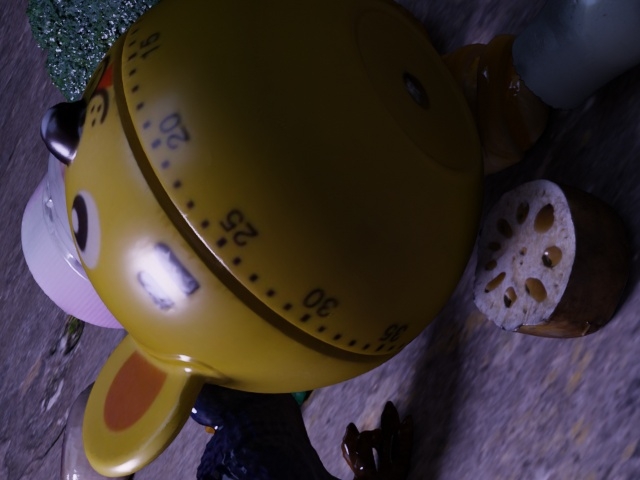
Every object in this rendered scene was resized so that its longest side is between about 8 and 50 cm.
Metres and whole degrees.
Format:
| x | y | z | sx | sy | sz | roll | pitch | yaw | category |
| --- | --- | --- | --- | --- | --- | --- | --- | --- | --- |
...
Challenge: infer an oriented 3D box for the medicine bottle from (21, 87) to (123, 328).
| x | y | z | sx | sy | sz | roll | pitch | yaw | category |
| --- | --- | --- | --- | --- | --- | --- | --- | --- | --- |
| -0.173 | -0.062 | 2.008 | 0.325 | 0.256 | 0.256 | -41 | 39 | 51 | medicine bottle |

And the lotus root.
| x | y | z | sx | sy | sz | roll | pitch | yaw | category |
| --- | --- | --- | --- | --- | --- | --- | --- | --- | --- |
| 0.180 | 0.018 | 1.406 | 0.112 | 0.081 | 0.122 | -10 | 65 | 62 | lotus root |

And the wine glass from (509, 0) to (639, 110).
| x | y | z | sx | sy | sz | roll | pitch | yaw | category |
| --- | --- | --- | --- | --- | --- | --- | --- | --- | --- |
| 0.231 | -0.183 | 1.409 | 0.202 | 0.093 | 0.093 | -45 | 37 | 48 | wine glass |

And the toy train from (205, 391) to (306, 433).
| x | y | z | sx | sy | sz | roll | pitch | yaw | category |
| --- | --- | --- | --- | --- | --- | --- | --- | --- | --- |
| -0.073 | 0.122 | 1.889 | 0.136 | 0.091 | 0.228 | 125 | 150 | -58 | toy train |

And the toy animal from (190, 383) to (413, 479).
| x | y | z | sx | sy | sz | roll | pitch | yaw | category |
| --- | --- | --- | --- | --- | --- | --- | --- | --- | --- |
| -0.018 | 0.213 | 1.592 | 0.122 | 0.185 | 0.298 | -24 | 73 | 55 | toy animal |

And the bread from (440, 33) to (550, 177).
| x | y | z | sx | sy | sz | roll | pitch | yaw | category |
| --- | --- | --- | --- | --- | --- | --- | --- | --- | --- |
| 0.128 | -0.113 | 1.602 | 0.177 | 0.084 | 0.119 | -24 | 55 | 55 | bread |

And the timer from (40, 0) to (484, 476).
| x | y | z | sx | sy | sz | roll | pitch | yaw | category |
| --- | --- | --- | --- | --- | --- | --- | --- | --- | --- |
| -0.070 | -0.025 | 1.492 | 0.387 | 0.376 | 0.376 | -35 | 41 | 26 | timer |

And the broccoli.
| x | y | z | sx | sy | sz | roll | pitch | yaw | category |
| --- | --- | --- | --- | --- | --- | --- | --- | --- | --- |
| -0.226 | -0.298 | 2.309 | 0.275 | 0.308 | 0.308 | -67 | 2 | -71 | broccoli |

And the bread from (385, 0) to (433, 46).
| x | y | z | sx | sy | sz | roll | pitch | yaw | category |
| --- | --- | --- | --- | --- | --- | --- | --- | --- | --- |
| 0.003 | -0.142 | 1.799 | 0.240 | 0.139 | 0.240 | -41 | 34 | 36 | bread |

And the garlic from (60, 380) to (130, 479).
| x | y | z | sx | sy | sz | roll | pitch | yaw | category |
| --- | --- | --- | --- | --- | --- | --- | --- | --- | --- |
| -0.277 | 0.241 | 2.261 | 0.128 | 0.090 | 0.198 | 121 | 150 | -57 | garlic |
